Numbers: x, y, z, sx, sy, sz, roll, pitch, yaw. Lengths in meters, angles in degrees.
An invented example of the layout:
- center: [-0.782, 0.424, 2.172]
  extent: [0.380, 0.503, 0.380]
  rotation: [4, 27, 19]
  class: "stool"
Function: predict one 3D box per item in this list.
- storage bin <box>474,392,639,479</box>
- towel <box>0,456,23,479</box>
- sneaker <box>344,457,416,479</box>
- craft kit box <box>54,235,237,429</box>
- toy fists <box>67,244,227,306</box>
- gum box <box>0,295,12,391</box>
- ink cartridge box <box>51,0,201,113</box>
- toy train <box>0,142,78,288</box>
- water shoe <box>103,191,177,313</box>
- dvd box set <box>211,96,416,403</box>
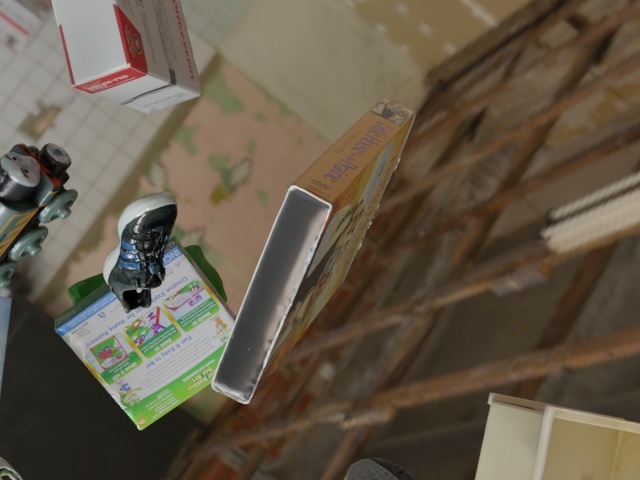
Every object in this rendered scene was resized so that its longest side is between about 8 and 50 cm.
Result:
- center: [0.300, 0.330, 1.524]
  extent: [0.123, 0.260, 0.262]
  rotation: [6, -97, 60]
  class: "storage bin"
- center: [-0.551, 0.427, 2.116]
  extent: [0.090, 0.320, 0.374]
  rotation: [-38, -146, -30]
  class: "towel"
- center: [0.104, 0.413, 1.639]
  extent: [0.111, 0.297, 0.129]
  rotation: [-17, 154, -19]
  class: "sneaker"
- center: [-0.274, 0.158, 2.215]
  extent: [0.250, 0.247, 0.061]
  rotation: [-34, -158, 2]
  class: "craft kit box"
- center: [-0.305, 0.116, 2.328]
  extent: [0.279, 0.142, 0.096]
  rotation: [-18, 161, -20]
  class: "toy fists"
- center: [-0.500, 0.152, 1.742]
  extent: [0.041, 0.157, 0.184]
  rotation: [136, -40, -53]
  class: "gum box"
- center: [-0.319, -0.336, 2.174]
  extent: [0.114, 0.197, 0.273]
  rotation: [-17, 171, 18]
  class: "ink cartridge box"
- center: [-0.527, -0.020, 2.089]
  extent: [0.334, 0.142, 0.190]
  rotation: [-45, 173, 23]
  class: "toy train"
- center: [-0.208, 0.016, 1.607]
  extent: [0.073, 0.080, 0.203]
  rotation: [-17, 157, -29]
  class: "water shoe"
- center: [0.000, 0.000, 1.762]
  extent: [0.308, 0.062, 0.420]
  rotation: [-67, 172, 25]
  class: "dvd box set"
